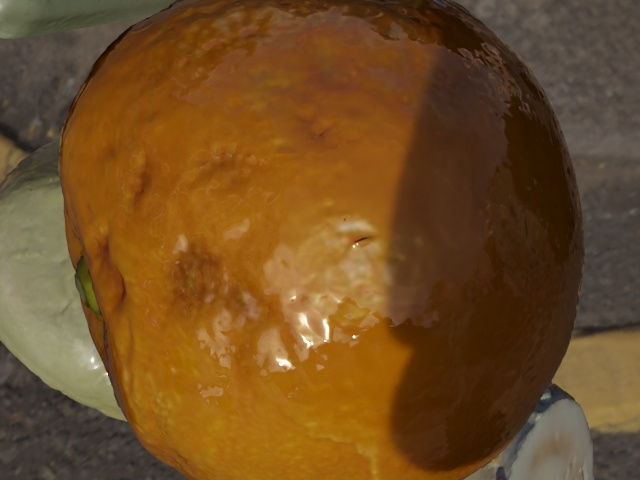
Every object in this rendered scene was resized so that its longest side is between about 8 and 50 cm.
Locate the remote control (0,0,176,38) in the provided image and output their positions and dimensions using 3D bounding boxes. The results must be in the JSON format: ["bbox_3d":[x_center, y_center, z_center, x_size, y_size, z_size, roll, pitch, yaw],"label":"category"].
[{"bbox_3d":[-0.148,-0.186,0.910,0.090,0.038,0.309,52,24,1],"label":"remote control"}]

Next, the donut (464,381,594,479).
[{"bbox_3d":[0.207,0.343,1.645,0.382,0.142,0.383,-22,116,-56],"label":"donut"}]

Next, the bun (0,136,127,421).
[{"bbox_3d":[-0.139,0.024,1.317,0.361,0.213,0.361,26,23,-12],"label":"bun"}]

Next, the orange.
[{"bbox_3d":[0.000,0.000,0.652,0.261,0.261,0.261,9,67,-21],"label":"orange"}]
